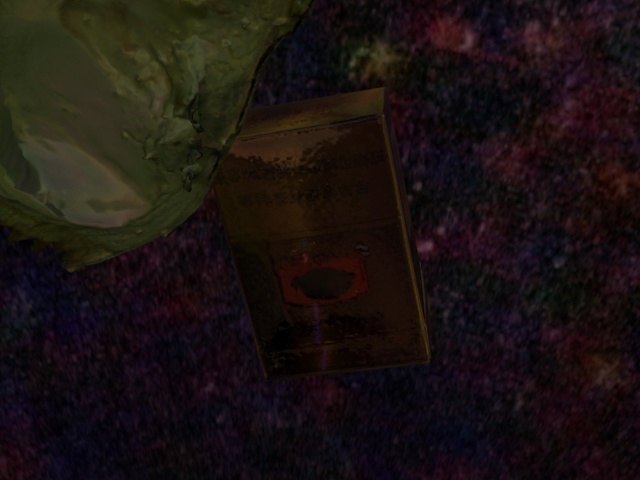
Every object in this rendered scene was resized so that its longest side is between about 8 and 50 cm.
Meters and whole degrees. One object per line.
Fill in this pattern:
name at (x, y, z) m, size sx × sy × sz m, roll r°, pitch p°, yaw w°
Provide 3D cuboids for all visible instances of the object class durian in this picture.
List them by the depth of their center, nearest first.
durian at (-0.121, -0.129, 0.614) m, size 0.198 × 0.394 × 0.163 m, roll 46°, pitch 37°, yaw 8°

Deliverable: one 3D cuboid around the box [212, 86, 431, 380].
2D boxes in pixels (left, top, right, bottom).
box at (0.000, 0.000, 0.973) m, size 0.159 × 0.240 × 0.071 m, roll -8°, pitch 28°, yaw 8°
